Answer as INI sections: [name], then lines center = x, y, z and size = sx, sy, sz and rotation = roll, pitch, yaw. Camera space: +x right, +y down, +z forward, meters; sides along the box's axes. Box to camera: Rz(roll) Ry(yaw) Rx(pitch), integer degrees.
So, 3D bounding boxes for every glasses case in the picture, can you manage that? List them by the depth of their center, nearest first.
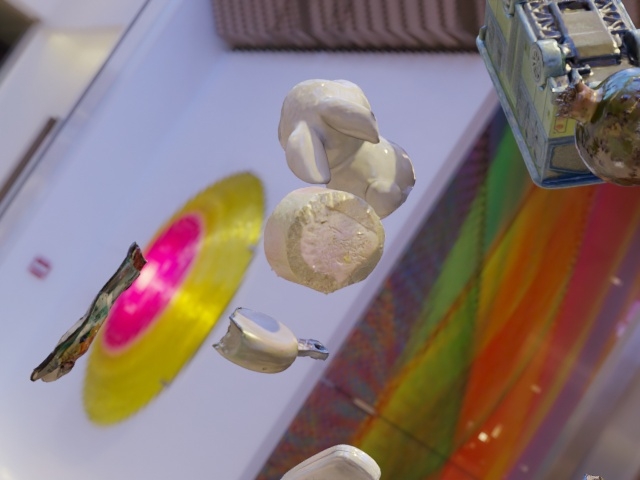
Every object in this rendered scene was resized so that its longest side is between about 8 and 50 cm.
[glasses case]
center = 0.012, 0.391, 2.243
size = 0.092, 0.059, 0.233
rotation = 40, -38, -12

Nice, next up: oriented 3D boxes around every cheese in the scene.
[cheese]
center = -0.061, 0.122, 1.672
size = 0.092, 0.047, 0.171
rotation = 37, 18, 23

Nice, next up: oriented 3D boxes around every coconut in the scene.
[coconut]
center = 0.000, 0.000, 1.467
size = 0.116, 0.116, 0.122
rotation = 35, -8, -16

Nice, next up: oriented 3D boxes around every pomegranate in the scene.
[pomegranate]
center = 0.303, -0.110, 1.359
size = 0.130, 0.130, 0.130
rotation = 33, -6, 4

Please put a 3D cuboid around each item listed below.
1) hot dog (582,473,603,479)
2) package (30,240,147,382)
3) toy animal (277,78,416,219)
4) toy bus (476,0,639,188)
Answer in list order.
[hot dog]
center = 0.349, 0.444, 1.592
size = 0.107, 0.326, 0.194
rotation = 1, 0, 16
[package]
center = -0.313, 0.109, 1.894
size = 0.040, 0.232, 0.166
rotation = 38, -13, 4
[toy animal]
center = 0.033, -0.109, 1.751
size = 0.193, 0.127, 0.178
rotation = 51, 7, -40
[toy bus]
center = 0.309, -0.234, 1.748
size = 0.190, 0.152, 0.312
rotation = 89, -10, -47
